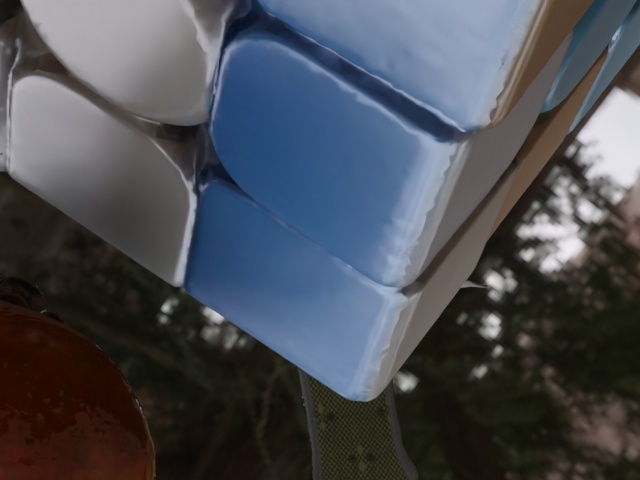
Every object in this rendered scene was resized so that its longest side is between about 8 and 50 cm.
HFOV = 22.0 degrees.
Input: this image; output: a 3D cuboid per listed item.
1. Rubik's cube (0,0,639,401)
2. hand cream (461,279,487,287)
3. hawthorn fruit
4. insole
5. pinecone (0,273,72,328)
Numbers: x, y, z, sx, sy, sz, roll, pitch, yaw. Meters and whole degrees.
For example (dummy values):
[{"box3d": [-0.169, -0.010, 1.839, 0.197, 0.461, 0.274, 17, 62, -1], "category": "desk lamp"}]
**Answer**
[{"box3d": [0.001, -0.198, 0.797, 0.347, 0.344, 0.346, 33, -125, 12], "category": "Rubik's cube"}, {"box3d": [0.000, 0.000, 0.947, 0.186, 0.054, 0.087, 16, 180, 19], "category": "hand cream"}, {"box3d": [-0.166, 0.107, 0.767, 0.189, 0.189, 0.189, 30, -159, -13], "category": "hawthorn fruit"}, {"box3d": [0.040, 0.201, 1.359, 0.007, 0.109, 0.322, 94, 166, -70], "category": "insole"}, {"box3d": [-0.221, 0.097, 0.948, 0.179, 0.150, 0.195, -10, -142, -16], "category": "pinecone"}]
